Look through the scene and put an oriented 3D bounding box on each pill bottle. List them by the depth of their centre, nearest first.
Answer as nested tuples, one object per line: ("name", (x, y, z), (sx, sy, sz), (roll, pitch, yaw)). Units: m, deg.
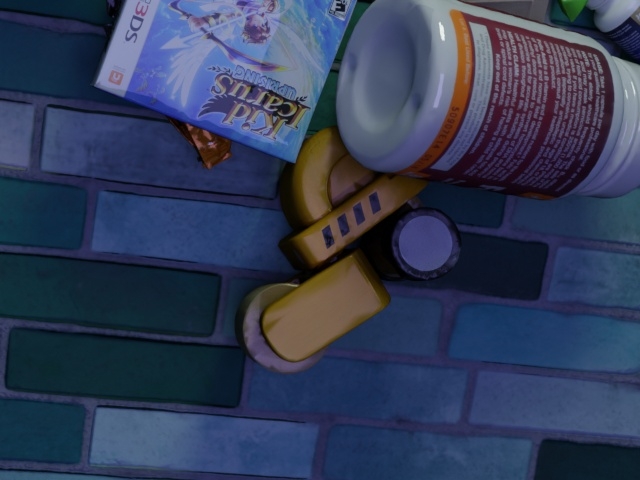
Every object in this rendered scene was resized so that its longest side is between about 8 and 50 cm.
("pill bottle", (0.236, -0.170, 1.465), (0.392, 0.224, 0.224), (8, 99, -31))
("pill bottle", (0.441, -0.310, 1.605), (0.169, 0.094, 0.094), (36, 91, -16))

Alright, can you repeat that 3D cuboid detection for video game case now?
("video game case", (-0.114, -0.254, 1.423), (0.269, 0.061, 0.244), (20, 95, -18))

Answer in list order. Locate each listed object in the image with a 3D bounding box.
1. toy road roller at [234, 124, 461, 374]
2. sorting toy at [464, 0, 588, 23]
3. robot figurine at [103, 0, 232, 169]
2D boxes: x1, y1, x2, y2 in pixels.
("toy road roller", (0.000, 0.000, 1.520), (0.329, 0.202, 0.240), (-35, 94, -9))
("sorting toy", (0.206, -0.273, 1.565), (0.348, 0.047, 0.196), (-5, 127, -13))
("robot figurine", (-0.152, -0.252, 1.491), (0.211, 0.085, 0.291), (-27, 106, -7))
